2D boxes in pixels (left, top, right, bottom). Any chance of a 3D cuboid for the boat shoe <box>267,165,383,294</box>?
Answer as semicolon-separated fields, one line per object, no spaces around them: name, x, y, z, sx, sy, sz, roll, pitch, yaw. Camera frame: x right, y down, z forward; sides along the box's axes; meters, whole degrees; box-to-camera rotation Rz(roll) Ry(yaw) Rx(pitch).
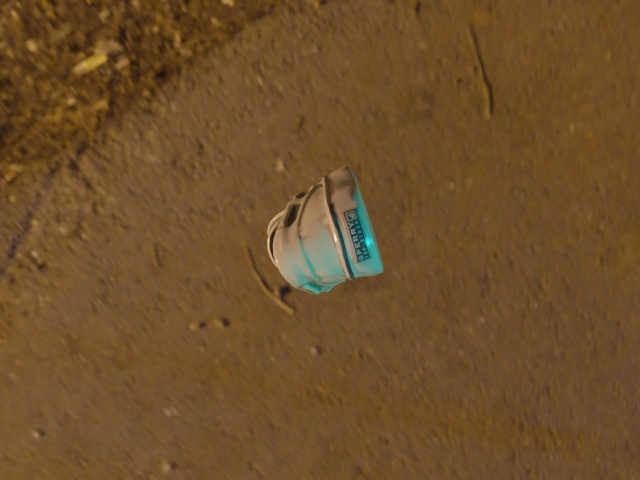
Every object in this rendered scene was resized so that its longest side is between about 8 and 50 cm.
boat shoe;0.000;0.000;1.236;0.088;0.267;0.096;-18;98;1
